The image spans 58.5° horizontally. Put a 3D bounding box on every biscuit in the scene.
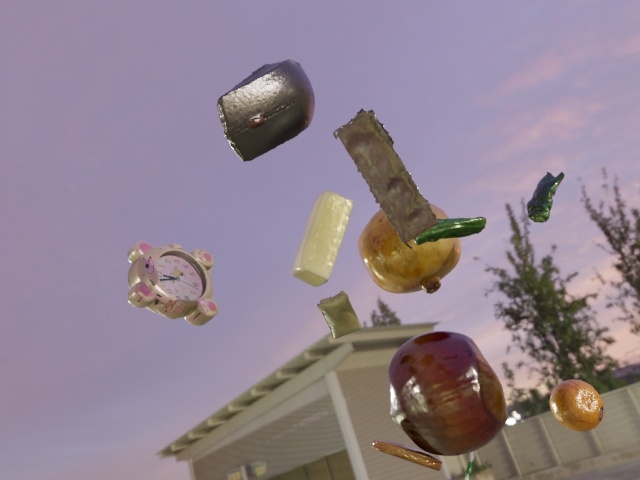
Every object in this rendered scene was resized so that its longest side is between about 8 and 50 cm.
[{"bbox_3d":[0.301,0.772,2.088,0.262,0.052,0.277,19,-18,0],"label":"biscuit"}]

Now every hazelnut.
[{"bbox_3d":[0.447,0.530,2.004,0.402,0.429,0.402,-20,-9,-3],"label":"hazelnut"}]

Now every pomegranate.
[{"bbox_3d":[0.363,0.035,2.289,0.416,0.417,0.417,-15,-23,-7],"label":"pomegranate"}]

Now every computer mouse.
[{"bbox_3d":[-0.103,-0.302,1.296,0.087,0.168,0.295,4,37,40],"label":"computer mouse"}]

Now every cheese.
[{"bbox_3d":[0.000,0.000,1.829,0.123,0.266,0.242,19,-12,-2],"label":"cheese"}]

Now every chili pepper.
[{"bbox_3d":[0.764,-0.158,1.953,0.061,0.224,0.098,40,-28,-25],"label":"chili pepper"},{"bbox_3d":[0.386,-0.031,1.760,0.256,0.074,0.100,-7,-12,1],"label":"chili pepper"}]

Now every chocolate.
[{"bbox_3d":[0.158,-0.151,1.363,0.112,0.321,0.112,-32,-6,6],"label":"chocolate"}]

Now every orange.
[{"bbox_3d":[0.895,0.576,2.000,0.177,0.178,0.155,-10,-12,-17],"label":"orange"}]

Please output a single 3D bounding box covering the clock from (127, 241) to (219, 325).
[{"bbox_3d":[-0.504,0.139,1.959,0.309,0.284,0.114,20,-44,-39],"label":"clock"}]

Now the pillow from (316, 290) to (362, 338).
[{"bbox_3d":[0.071,0.272,2.072,0.119,0.053,0.208,-18,-53,11],"label":"pillow"}]

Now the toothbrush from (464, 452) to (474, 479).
[{"bbox_3d":[0.594,0.901,2.283,0.040,0.418,0.042,-3,-41,19],"label":"toothbrush"}]
